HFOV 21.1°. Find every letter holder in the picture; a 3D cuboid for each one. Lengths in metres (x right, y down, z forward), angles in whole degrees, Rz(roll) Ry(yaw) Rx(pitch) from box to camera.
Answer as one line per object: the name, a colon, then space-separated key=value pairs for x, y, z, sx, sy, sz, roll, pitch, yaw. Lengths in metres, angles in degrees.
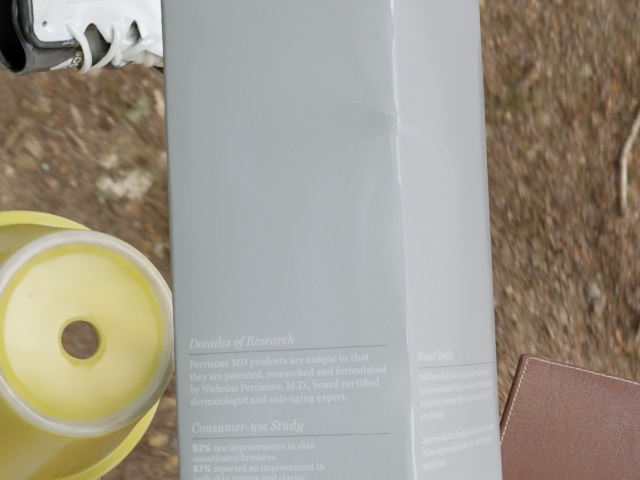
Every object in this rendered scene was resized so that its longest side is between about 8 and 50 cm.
letter holder: x=0.259 y=0.290 z=1.654 sx=0.214 sy=0.152 sz=0.301 roll=12 pitch=56 yaw=16

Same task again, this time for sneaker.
sneaker: x=-0.174 y=-0.181 z=1.632 sx=0.257 sy=0.169 sz=0.447 roll=-45 pitch=110 yaw=-28

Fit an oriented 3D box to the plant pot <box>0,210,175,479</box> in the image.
plant pot: x=-0.232 y=0.091 z=1.432 sx=0.254 sy=0.239 sz=0.254 roll=4 pitch=80 yaw=-24

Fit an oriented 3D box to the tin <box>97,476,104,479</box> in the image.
tin: x=-0.271 y=0.264 z=1.739 sx=0.106 sy=0.040 sz=0.189 roll=-8 pitch=96 yaw=2

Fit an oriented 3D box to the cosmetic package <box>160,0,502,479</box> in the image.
cosmetic package: x=0.008 y=0.003 z=0.674 sx=0.107 sy=0.127 sz=0.237 roll=-7 pitch=83 yaw=20
